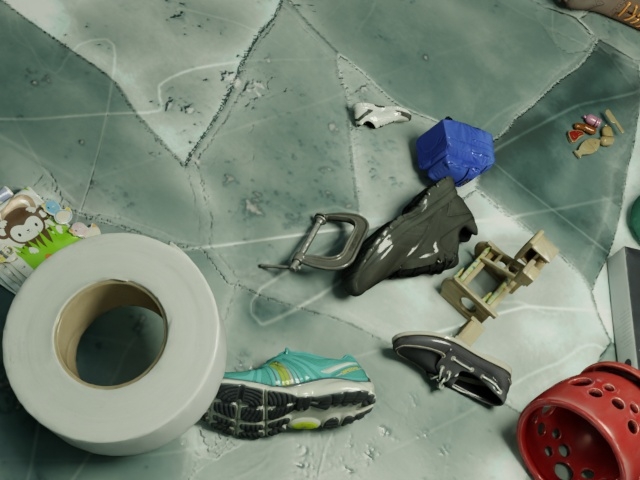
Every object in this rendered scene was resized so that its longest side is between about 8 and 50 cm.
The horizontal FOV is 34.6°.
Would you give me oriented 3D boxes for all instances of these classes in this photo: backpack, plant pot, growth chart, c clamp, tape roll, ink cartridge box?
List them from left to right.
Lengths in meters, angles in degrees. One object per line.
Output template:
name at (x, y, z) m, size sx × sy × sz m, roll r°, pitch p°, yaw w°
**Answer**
growth chart at (-0.428, 0.000, 1.478) m, size 0.237 × 0.021 × 0.172 m, roll 31°, pitch 57°, yaw -5°
tape roll at (-0.267, 0.136, 1.361) m, size 0.286 × 0.100 × 0.286 m, roll -1°, pitch 68°, yaw 2°
c clamp at (0.000, 0.000, 1.614) m, size 0.137 × 0.022 × 0.161 m, roll 11°, pitch 42°, yaw 24°
backpack at (0.238, -0.144, 1.770) m, size 0.120 × 0.098 × 0.101 m, roll 8°, pitch 68°, yaw -31°
plant pot at (0.419, 0.284, 1.547) m, size 0.174 × 0.191 × 0.191 m, roll -30°, pitch 76°, yaw -38°
ink cartridge box at (0.585, 0.178, 1.741) m, size 0.165 × 0.065 × 0.333 m, roll 12°, pitch 60°, yaw -15°

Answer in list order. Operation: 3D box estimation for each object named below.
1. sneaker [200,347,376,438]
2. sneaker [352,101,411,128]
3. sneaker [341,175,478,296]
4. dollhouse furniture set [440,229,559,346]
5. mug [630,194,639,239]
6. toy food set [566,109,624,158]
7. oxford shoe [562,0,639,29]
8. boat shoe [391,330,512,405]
sneaker at (-0.058, 0.213, 1.472) m, size 0.275 × 0.107 × 0.110 m, roll 2°, pitch 39°, yaw -21°
sneaker at (0.107, -0.213, 1.795) m, size 0.109 × 0.040 × 0.044 m, roll 3°, pitch 78°, yaw -15°
sneaker at (0.153, 0.012, 1.649) m, size 0.286 × 0.109 × 0.130 m, roll -39°, pitch 90°, yaw -29°
dollhouse furniture set at (0.261, 0.066, 1.619) m, size 0.101 × 0.161 × 0.182 m, roll 43°, pitch 56°, yaw 6°
mug at (0.641, -0.035, 1.859) m, size 0.157 × 0.097 × 0.130 m, roll 25°, pitch 56°, yaw -7°
toy food set at (0.514, -0.204, 1.953) m, size 0.122 × 0.019 × 0.078 m, roll -23°, pitch 72°, yaw -22°
oxford shoe at (0.646, -0.499, 2.104) m, size 0.363 × 0.130 × 0.133 m, roll -10°, pitch 73°, yaw -25°
boat shoe at (0.202, 0.198, 1.577) m, size 0.206 × 0.075 × 0.065 m, roll 22°, pitch 54°, yaw -14°
